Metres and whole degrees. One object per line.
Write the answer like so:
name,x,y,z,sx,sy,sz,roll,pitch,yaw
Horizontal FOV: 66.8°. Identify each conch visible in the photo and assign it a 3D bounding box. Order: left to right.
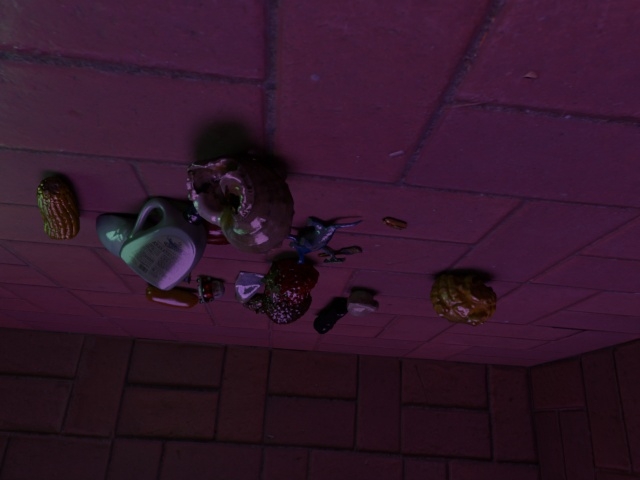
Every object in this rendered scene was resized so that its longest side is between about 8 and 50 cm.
conch,-0.613,-0.012,1.522,0.221,0.120,0.184,-5,128,31
conch,-0.185,-0.108,1.111,0.264,0.186,0.324,18,147,9

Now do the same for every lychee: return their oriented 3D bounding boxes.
lychee,-0.153,0.253,1.983,0.239,0.199,0.200,-16,157,0

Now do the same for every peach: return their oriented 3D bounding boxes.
peach,-0.307,-0.022,1.485,0.280,0.068,0.189,3,160,2

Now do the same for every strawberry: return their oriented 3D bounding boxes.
strawberry,-0.098,0.147,1.742,0.202,0.184,0.186,-9,130,-31

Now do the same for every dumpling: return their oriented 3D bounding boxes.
dumpling,0.184,0.271,2.084,0.136,0.118,0.199,2,180,10

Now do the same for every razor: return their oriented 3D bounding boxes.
razor,-0.007,0.021,1.589,0.084,0.035,0.211,-6,149,37

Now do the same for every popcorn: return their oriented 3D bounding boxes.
popcorn,0.531,0.217,1.801,0.251,0.189,0.250,8,170,1

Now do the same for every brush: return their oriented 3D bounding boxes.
brush,0.062,0.042,1.657,0.170,0.014,0.043,-10,151,34

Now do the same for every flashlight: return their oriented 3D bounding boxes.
flashlight,0.054,0.370,2.370,0.103,0.103,0.424,8,156,-11

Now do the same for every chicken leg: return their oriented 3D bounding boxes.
chicken leg,-0.267,0.286,2.236,0.197,0.080,0.125,-4,144,16

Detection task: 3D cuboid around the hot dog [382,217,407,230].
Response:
hot dog,0.215,-0.045,1.402,0.084,0.021,0.037,16,156,-25

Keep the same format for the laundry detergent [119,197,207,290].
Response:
laundry detergent,-0.428,-0.012,1.376,0.215,0.105,0.280,38,113,-3

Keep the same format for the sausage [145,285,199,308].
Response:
sausage,-0.676,0.258,2.211,0.239,0.097,0.098,13,156,-19

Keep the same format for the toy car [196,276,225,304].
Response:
toy car,-0.463,0.210,2.059,0.112,0.112,0.139,-8,171,-14

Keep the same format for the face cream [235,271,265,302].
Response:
face cream,-0.301,0.187,2.032,0.114,0.070,0.224,10,145,-16

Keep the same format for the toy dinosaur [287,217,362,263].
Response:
toy dinosaur,-0.031,-0.001,1.461,0.145,0.076,0.329,14,146,-33

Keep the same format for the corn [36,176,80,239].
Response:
corn,-0.732,-0.082,1.360,0.102,0.101,0.313,12,157,-20

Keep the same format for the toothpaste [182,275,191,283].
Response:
toothpaste,-0.514,0.072,1.739,0.111,0.077,0.327,11,157,-12
